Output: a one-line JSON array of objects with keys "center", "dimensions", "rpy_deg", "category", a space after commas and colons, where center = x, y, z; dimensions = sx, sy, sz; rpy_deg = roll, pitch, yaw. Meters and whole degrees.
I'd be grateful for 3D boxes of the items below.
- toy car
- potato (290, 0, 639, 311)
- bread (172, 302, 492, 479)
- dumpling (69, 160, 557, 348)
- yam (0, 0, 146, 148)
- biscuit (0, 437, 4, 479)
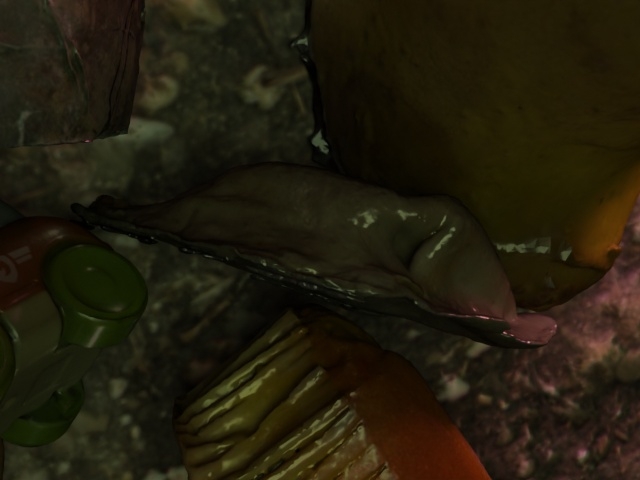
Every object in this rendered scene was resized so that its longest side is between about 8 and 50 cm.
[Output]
[{"center": [-0.245, 0.034, 0.743], "dimensions": [0.235, 0.235, 0.145], "rpy_deg": [21, 130, -19], "category": "toy car"}, {"center": [0.159, -0.132, 0.771], "dimensions": [0.290, 0.296, 0.397], "rpy_deg": [12, 95, -17], "category": "potato"}, {"center": [0.035, 0.180, 0.836], "dimensions": [0.156, 0.204, 0.288], "rpy_deg": [-36, 104, -1], "category": "bread"}, {"center": [0.001, -0.003, 0.772], "dimensions": [0.332, 0.166, 0.086], "rpy_deg": [13, 83, 0], "category": "dumpling"}, {"center": [-0.193, -0.183, 0.712], "dimensions": [0.201, 0.202, 0.271], "rpy_deg": [-7, 102, -37], "category": "yam"}, {"center": [-0.324, 0.149, 0.807], "dimensions": [0.226, 0.042, 0.226], "rpy_deg": [-3, 100, -15], "category": "biscuit"}]
